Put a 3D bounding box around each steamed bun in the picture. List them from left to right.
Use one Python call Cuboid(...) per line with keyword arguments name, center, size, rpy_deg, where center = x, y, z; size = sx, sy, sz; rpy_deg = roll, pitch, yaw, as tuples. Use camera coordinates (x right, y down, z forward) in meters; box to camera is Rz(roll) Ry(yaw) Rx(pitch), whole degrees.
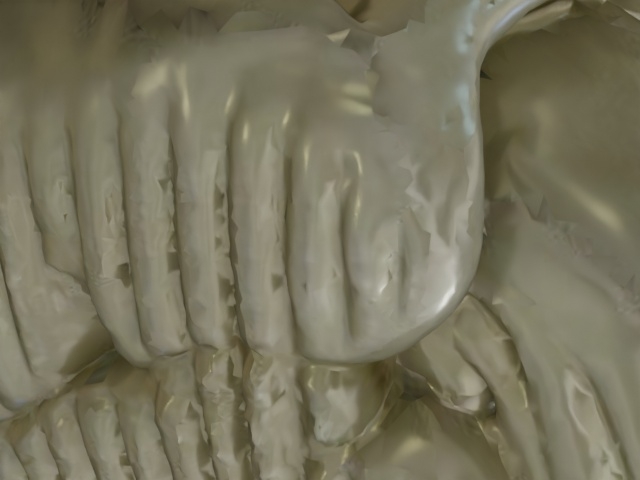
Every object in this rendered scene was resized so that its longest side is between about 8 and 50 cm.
Cuboid(name="steamed bun", center=(0.000, 0.000, 0.653), size=(0.255, 0.368, 0.342), rpy_deg=(-46, 137, -39))
